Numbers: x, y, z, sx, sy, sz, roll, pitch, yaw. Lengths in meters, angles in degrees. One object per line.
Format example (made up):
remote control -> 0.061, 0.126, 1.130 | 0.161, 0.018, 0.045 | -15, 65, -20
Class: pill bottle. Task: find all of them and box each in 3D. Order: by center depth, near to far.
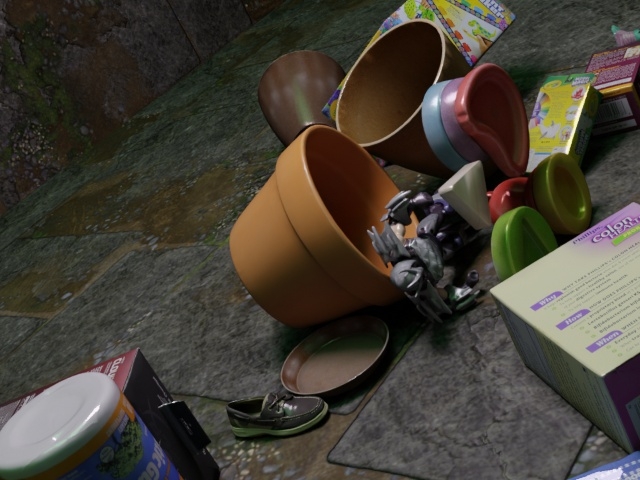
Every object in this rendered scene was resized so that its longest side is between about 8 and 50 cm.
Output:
pill bottle -> -0.226, 0.293, 1.039 | 0.152, 0.272, 0.152 | -24, 24, 11

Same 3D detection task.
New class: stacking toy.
stacking toy -> 0.226, -0.061, 1.283 | 0.130, 0.309, 0.279 | -17, 35, 42

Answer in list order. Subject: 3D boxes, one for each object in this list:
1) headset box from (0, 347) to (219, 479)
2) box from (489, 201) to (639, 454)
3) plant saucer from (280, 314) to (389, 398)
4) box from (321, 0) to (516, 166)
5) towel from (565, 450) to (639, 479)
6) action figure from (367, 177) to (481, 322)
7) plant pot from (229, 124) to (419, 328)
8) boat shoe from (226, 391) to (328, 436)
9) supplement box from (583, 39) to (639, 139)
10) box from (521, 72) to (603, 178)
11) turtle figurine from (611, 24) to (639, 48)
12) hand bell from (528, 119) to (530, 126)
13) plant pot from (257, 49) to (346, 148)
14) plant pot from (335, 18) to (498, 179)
headset box -> -0.284, 0.284, 1.189 | 0.293, 0.218, 0.110 | -23, 24, 13
box -> 0.347, 0.087, 1.032 | 0.214, 0.117, 0.243 | -31, 25, -6
plant saucer -> 0.024, 0.169, 1.325 | 0.168, 0.029, 0.168 | -23, 24, 11
box -> 0.194, -0.348, 1.865 | 0.279, 0.177, 0.290 | -47, -1, -38
towel -> 0.215, 0.324, 0.793 | 0.243, 0.040, 0.336 | -23, 24, 9
action figure -> 0.162, 0.003, 1.343 | 0.099, 0.185, 0.285 | -19, 15, 29
plant pot -> 0.000, 0.000, 1.420 | 0.203, 0.291, 0.291 | -36, 19, 25
boat shoe -> -0.063, 0.232, 1.266 | 0.152, 0.049, 0.056 | -16, 26, 25
supplement box -> 0.509, -0.260, 1.603 | 0.104, 0.080, 0.188 | -11, 29, 35
box -> 0.389, -0.185, 1.522 | 0.105, 0.043, 0.179 | 9, 78, 53
turtle figurine -> 0.645, -0.387, 1.644 | 0.234, 0.175, 0.118 | -24, 40, 30
hand bell -> 0.353, -0.211, 1.679 | 0.126, 0.126, 0.242 | -38, 37, -20
plant pot -> -0.023, -0.277, 2.102 | 0.215, 0.215, 0.230 | -24, 39, 9
plant pot -> 0.196, -0.205, 1.586 | 0.237, 0.254, 0.237 | -30, 45, 35
